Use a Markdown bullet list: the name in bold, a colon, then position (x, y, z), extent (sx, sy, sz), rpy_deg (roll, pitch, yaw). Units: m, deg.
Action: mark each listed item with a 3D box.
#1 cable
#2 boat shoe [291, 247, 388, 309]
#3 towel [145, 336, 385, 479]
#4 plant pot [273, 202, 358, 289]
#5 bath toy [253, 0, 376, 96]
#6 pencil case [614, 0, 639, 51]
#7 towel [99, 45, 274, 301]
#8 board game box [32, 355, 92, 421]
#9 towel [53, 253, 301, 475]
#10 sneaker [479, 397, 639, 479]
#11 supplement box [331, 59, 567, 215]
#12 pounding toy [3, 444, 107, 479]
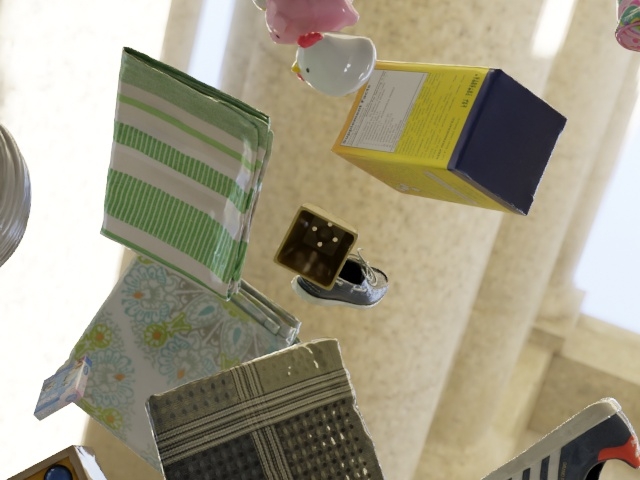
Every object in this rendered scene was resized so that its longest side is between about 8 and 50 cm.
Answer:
- **cable**: position (-0.510, -0.057, 1.876), extent (0.257, 0.257, 0.089), rpy_deg (22, 166, 24)
- **boat shoe**: position (0.050, 0.066, 2.518), extent (0.254, 0.079, 0.095), rpy_deg (6, -141, -49)
- **towel**: position (-0.051, 0.300, 1.725), extent (0.324, 0.056, 0.312), rpy_deg (-14, -98, -42)
- **plant pot**: position (0.000, 0.000, 1.723), extent (0.081, 0.081, 0.083), rpy_deg (28, -164, 1)
- **bath toy**: position (-0.030, -0.356, 2.070), extent (0.129, 0.151, 0.348), rpy_deg (24, -144, -44)
- **pencil case**: position (0.442, -0.385, 1.785), extent (0.124, 0.284, 0.124), rpy_deg (6, 168, 1)
- **towel**: position (-0.196, -0.085, 1.944), extent (0.248, 0.325, 0.038), rpy_deg (27, -139, 15)
- **board game box**: position (-0.406, 0.233, 2.184), extent (0.020, 0.090, 0.090), rpy_deg (50, -159, -26)
- **towel**: position (-0.248, 0.203, 2.411), extent (0.320, 0.374, 0.090), rpy_deg (38, -167, 10)
- **sneaker**: position (0.390, 0.414, 2.338), extent (0.148, 0.350, 0.131), rpy_deg (57, -152, 14)
- **supplement box**: position (0.223, -0.187, 2.457), extent (0.195, 0.194, 0.356), rpy_deg (29, 171, -36)
- **pounding toy**: position (-0.322, 0.332, 1.643), extent (0.130, 0.141, 0.100), rpy_deg (63, -176, 15)
